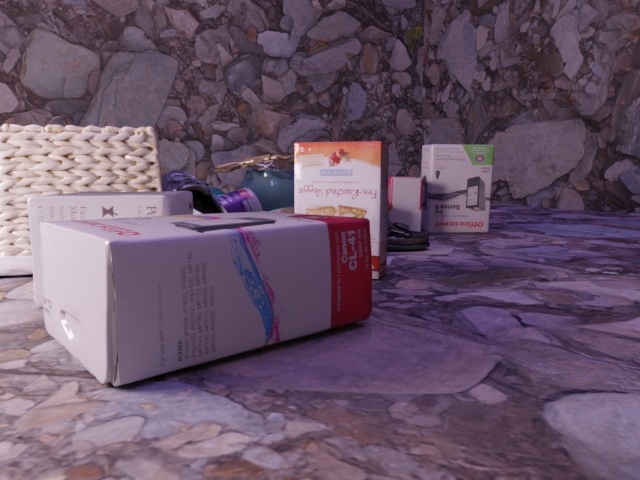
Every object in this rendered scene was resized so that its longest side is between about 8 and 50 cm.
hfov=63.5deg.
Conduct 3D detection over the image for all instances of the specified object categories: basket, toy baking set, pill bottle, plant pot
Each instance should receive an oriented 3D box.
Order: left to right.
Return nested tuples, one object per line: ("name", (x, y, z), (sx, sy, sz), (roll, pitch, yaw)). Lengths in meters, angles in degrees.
("basket", (-0.494, -0.087, 1.058), (0.328, 0.266, 0.331), (-4, 6, -24))
("pill bottle", (-0.246, -0.049, 1.258), (0.193, 0.108, 0.108), (-26, 20, -30))
("toy baking set", (-0.182, -0.213, 1.458), (0.256, 0.030, 0.197), (-9, 17, 10))
("plant pot", (-0.130, -0.113, 1.531), (0.293, 0.196, 0.293), (1, 7, 0))

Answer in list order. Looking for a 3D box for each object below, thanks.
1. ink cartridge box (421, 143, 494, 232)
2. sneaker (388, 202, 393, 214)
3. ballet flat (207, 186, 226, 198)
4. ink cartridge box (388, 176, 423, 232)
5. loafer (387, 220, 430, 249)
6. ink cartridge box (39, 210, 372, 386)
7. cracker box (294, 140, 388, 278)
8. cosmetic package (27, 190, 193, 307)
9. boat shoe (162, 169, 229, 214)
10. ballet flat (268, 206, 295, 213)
("ink cartridge box", (0.422, -0.162, 1.618), (0.198, 0.273, 0.115), (-1, 10, -5))
("sneaker", (0.136, -0.052, 1.487), (0.088, 0.093, 0.225), (18, -11, -3))
("ballet flat", (-0.268, -0.076, 1.403), (0.247, 0.083, 0.087), (35, 25, 28))
("ink cartridge box", (0.229, -0.110, 1.589), (0.100, 0.172, 0.237), (1, 7, -8))
("loafer", (0.128, -0.022, 1.238), (0.267, 0.084, 0.096), (0, 7, 3))
("ink cartridge box", (-0.124, 0.038, 0.588), (0.306, 0.131, 0.226), (-4, 8, -41))
("cracker box", (0.036, -0.054, 0.903), (0.155, 0.232, 0.067), (2, 9, 19))
("cosmetic package", (-0.287, 0.006, 0.744), (0.183, 0.151, 0.151), (-1, 7, 0))
("boat shoe", (-0.258, -0.073, 1.098), (0.118, 0.103, 0.320), (5, 31, -33))
("ballet flat", (0.000, 0.000, 1.059), (0.342, 0.116, 0.124), (-2, 31, -47))
